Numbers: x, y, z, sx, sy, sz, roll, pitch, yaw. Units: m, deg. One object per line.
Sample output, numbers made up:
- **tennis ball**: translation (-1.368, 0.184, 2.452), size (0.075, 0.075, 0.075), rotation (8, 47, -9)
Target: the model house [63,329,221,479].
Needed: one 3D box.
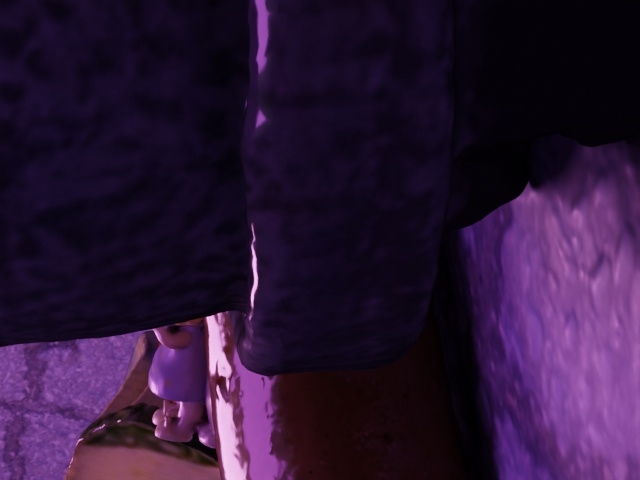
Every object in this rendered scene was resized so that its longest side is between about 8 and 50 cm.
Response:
- **model house**: translation (-0.103, 0.243, 1.256), size (0.266, 0.261, 0.321), rotation (-65, -3, -57)

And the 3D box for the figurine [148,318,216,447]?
- **figurine**: translation (-0.031, 0.004, 0.786), size (0.127, 0.155, 0.236), rotation (-77, -13, -78)

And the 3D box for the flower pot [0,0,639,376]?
- **flower pot**: translation (-0.044, -0.097, 0.413), size (0.299, 0.282, 0.299), rotation (177, 90, -82)

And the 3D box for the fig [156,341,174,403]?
- **fig**: translation (-0.022, 0.061, 0.959), size (0.133, 0.201, 0.146), rotation (33, 177, 32)

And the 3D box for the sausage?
- **sausage**: translation (-0.002, 0.000, 0.661), size (0.136, 0.123, 0.501), rotation (-17, 78, 59)
